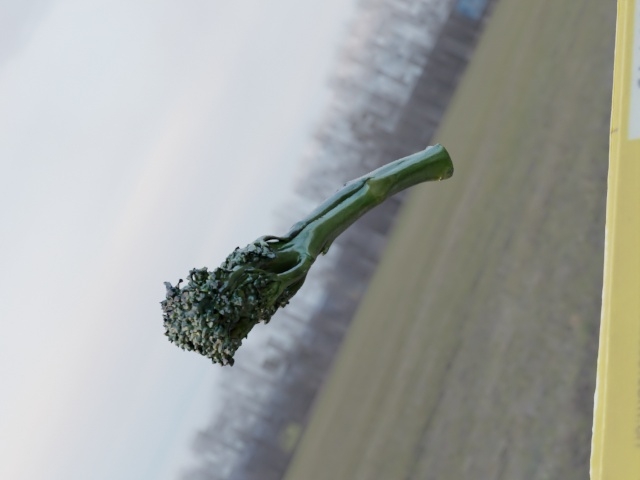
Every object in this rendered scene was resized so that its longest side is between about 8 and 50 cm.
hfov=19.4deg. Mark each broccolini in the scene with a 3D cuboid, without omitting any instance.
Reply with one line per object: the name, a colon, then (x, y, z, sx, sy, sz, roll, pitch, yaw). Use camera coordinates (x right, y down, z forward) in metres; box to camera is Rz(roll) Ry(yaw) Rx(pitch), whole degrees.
broccolini: (0.000, 0.000, 1.000, 0.239, 0.054, 0.051, -34, -7, -48)

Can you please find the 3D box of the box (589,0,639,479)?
box: (0.125, 0.032, 0.530, 0.152, 0.043, 0.269, 37, -127, -49)
